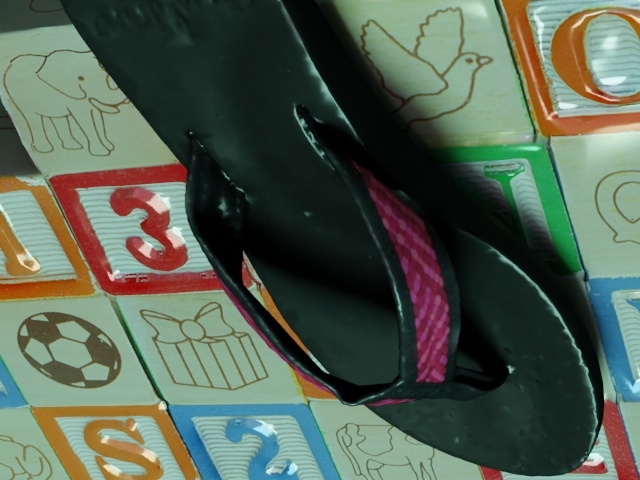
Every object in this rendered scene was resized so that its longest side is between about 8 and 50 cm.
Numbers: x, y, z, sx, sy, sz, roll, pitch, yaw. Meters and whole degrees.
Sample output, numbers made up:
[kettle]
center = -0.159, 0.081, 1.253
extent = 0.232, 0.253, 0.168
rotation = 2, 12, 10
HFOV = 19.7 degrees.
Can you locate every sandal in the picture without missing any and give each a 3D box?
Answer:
[sandal]
center = 0.000, 0.000, 0.408
extent = 0.067, 0.040, 0.179
rotation = -20, 124, 33

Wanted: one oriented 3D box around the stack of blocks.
[stack of blocks]
center = -0.026, -0.015, 0.497
extent = 0.297, 0.087, 0.171
rotation = -4, 132, 23
